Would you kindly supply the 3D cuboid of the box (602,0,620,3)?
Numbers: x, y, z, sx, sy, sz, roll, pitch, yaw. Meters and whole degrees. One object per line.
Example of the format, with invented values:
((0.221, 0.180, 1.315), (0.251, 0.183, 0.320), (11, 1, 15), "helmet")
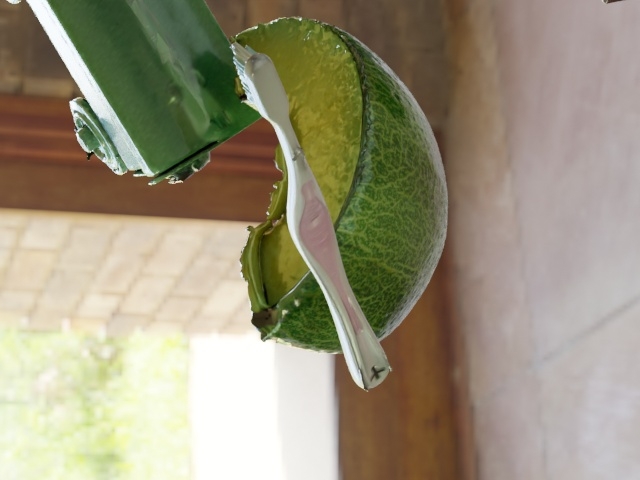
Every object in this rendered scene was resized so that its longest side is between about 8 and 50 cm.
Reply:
((0.328, -0.303, 1.327), (0.086, 0.215, 0.215), (60, 146, 26), "box")

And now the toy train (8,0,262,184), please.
((-0.171, -0.180, 1.314), (0.301, 0.120, 0.202), (59, 163, -9), "toy train")

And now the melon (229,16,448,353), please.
((0.037, -0.043, 1.181), (0.129, 0.169, 0.265), (-31, 49, 30), "melon")

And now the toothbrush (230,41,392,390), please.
((0.000, 0.000, 0.635), (0.022, 0.017, 0.204), (46, 165, 40), "toothbrush")
